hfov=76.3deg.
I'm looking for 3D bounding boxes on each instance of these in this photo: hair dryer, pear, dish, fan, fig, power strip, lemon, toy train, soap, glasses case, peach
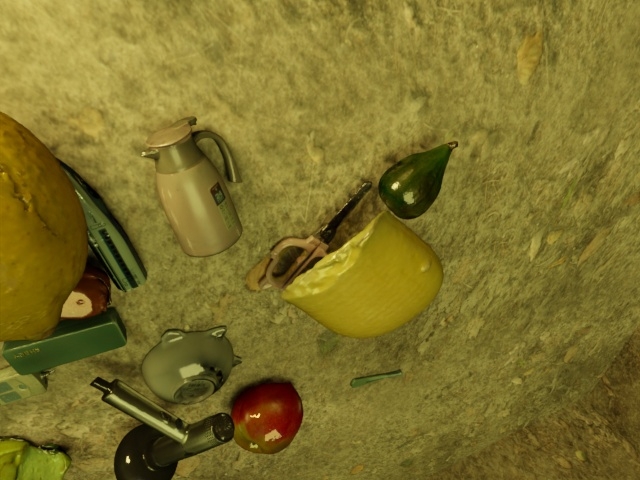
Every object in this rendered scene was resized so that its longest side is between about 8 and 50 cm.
[{"bbox_3d":[-0.374,0.396,0.904,0.284,0.156,0.320,45,121,-3],"label":"hair dryer"},{"bbox_3d":[-0.655,0.555,0.815,0.164,0.255,0.238,-41,129,12],"label":"pear"},{"bbox_3d":[-0.275,0.296,0.905,0.228,0.086,0.236,-37,135,5],"label":"dish"},{"bbox_3d":[0.185,0.446,1.323,0.193,0.016,0.038,-5,127,-24],"label":"fan"},{"bbox_3d":[0.190,-0.125,0.784,0.177,0.117,0.117,-51,133,0],"label":"fig"},{"bbox_3d":[-0.617,0.282,0.755,0.226,0.029,0.080,-15,133,-16],"label":"power strip"},{"bbox_3d":[-0.404,-0.012,0.447,0.257,0.258,0.310,-29,114,-3],"label":"lemon"},{"bbox_3d":[-0.335,-0.024,0.624,0.048,0.055,0.252,-18,134,-12],"label":"toy train"},{"bbox_3d":[0.119,0.099,0.921,0.306,0.115,0.427,-41,137,8],"label":"soap"},{"bbox_3d":[-0.461,0.185,0.746,0.184,0.039,0.078,-15,133,-16],"label":"glasses case"},{"bbox_3d":[-0.145,0.469,1.103,0.190,0.192,0.190,8,123,13],"label":"peach"}]

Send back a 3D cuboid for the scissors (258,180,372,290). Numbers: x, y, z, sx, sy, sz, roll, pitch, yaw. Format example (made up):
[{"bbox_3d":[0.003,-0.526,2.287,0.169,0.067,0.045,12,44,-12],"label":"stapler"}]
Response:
[{"bbox_3d":[0.000,0.000,0.842,0.160,0.024,0.317,27,112,-38],"label":"scissors"}]

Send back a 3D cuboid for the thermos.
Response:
[{"bbox_3d":[-0.186,-0.089,0.629,0.137,0.105,0.193,-39,134,-30],"label":"thermos"}]

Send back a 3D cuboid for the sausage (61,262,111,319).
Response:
[{"bbox_3d":[-0.484,0.060,0.591,0.330,0.102,0.102,9,122,-33],"label":"sausage"}]
